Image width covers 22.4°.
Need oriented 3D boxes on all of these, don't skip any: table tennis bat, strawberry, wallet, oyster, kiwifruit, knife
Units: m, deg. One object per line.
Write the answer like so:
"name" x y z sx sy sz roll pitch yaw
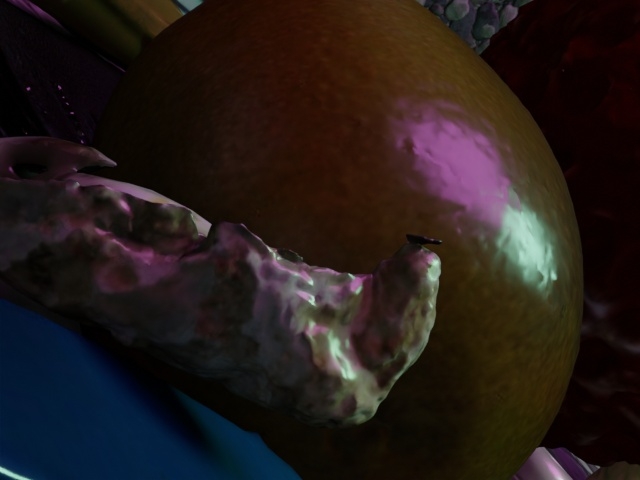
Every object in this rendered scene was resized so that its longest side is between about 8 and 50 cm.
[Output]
"table tennis bat" -0.086 -0.103 0.901 0.198 0.050 0.321 30 -3 20
"strawberry" 0.179 -0.007 0.784 0.291 0.310 0.292 18 44 -18
"wallet" -0.077 -0.030 0.830 0.172 0.045 0.318 52 11 25
"oyster" -0.077 0.005 0.464 0.200 0.061 0.106 16 7 28
"kiwifruit" 0.000 0.000 0.617 0.196 0.196 0.234 45 10 -26
"knife" 0.205 0.235 1.171 0.336 0.043 0.081 49 0 -44

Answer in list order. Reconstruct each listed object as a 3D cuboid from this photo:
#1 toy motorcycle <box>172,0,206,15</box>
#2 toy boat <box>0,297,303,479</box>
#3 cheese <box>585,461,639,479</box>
"toy motorcycle" -0.123 -0.195 1.167 0.112 0.112 0.254 54 10 27
"toy boat" -0.080 0.061 0.396 0.096 0.062 0.299 56 11 32
"cheese" 0.315 0.198 1.375 0.094 0.167 0.123 42 9 -28
